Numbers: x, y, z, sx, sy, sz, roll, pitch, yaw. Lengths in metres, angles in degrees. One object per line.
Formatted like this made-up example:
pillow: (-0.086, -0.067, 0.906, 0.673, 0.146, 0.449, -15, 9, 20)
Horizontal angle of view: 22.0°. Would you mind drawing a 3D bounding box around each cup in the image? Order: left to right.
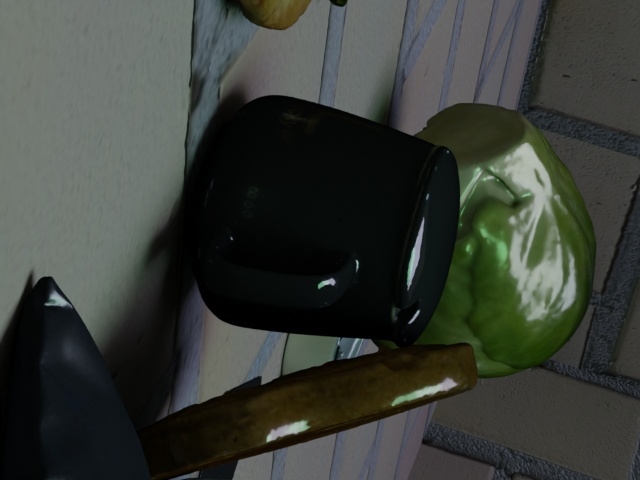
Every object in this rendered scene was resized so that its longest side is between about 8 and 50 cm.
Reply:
cup: (0.000, 0.000, 1.152, 0.223, 0.176, 0.169, -55, 157, -64)

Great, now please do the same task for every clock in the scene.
clock: (0.012, 0.090, 1.739, 0.155, 0.063, 0.229, -56, 159, -62)

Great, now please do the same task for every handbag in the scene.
handbag: (-0.133, 0.175, 0.919, 0.254, 0.089, 0.211, 88, -2, -56)

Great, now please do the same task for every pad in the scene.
pad: (-0.086, 0.186, 1.531, 0.157, 0.003, 0.112, -5, 113, -79)

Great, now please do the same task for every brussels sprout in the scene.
brussels sprout: (0.173, 0.002, 1.870, 0.354, 0.281, 0.289, 82, 25, -46)

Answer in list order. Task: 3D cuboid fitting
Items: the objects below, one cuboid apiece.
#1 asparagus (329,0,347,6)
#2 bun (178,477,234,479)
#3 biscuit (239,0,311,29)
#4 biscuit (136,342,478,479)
asparagus: (0.038, -0.271, 1.347, 0.036, 0.030, 0.165, 26, 82, -52)
bun: (-0.023, 0.331, 1.168, 0.211, 0.362, 0.362, -57, 173, 12)
biscuit: (-0.017, -0.236, 1.093, 0.260, 0.041, 0.203, -50, 158, -65)
biscuit: (-0.019, 0.117, 1.136, 0.273, 0.257, 0.049, 141, -66, -67)
